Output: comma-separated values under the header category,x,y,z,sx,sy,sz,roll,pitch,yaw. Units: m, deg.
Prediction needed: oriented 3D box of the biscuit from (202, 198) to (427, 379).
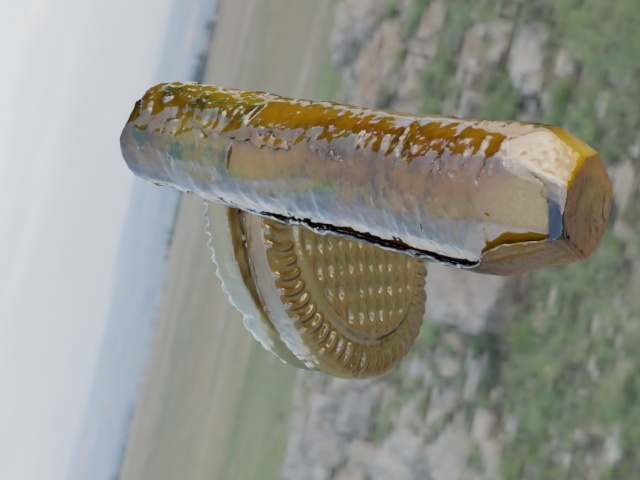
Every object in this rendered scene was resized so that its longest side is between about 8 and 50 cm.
category,x,y,z,sx,sy,sz,roll,pitch,yaw
biscuit,0.000,0.000,1.481,0.079,0.259,0.259,-15,51,35

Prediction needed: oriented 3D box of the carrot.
category,x,y,z,sx,sy,sz,roll,pitch,yaw
carrot,0.013,-0.035,0.791,0.070,0.260,0.070,-21,-63,-48
